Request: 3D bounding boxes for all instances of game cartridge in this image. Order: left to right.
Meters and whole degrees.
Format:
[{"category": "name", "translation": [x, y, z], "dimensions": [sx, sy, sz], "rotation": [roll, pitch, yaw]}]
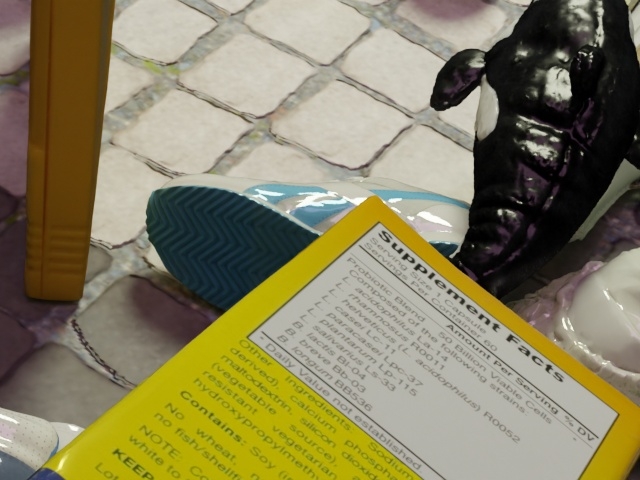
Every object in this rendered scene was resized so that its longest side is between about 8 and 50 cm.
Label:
[{"category": "game cartridge", "translation": [-0.155, -0.171, 1.120], "dimensions": [0.053, 0.323, 0.285], "rotation": [5, 45, -9]}]

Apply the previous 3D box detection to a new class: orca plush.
[{"category": "orca plush", "translation": [0.133, -0.083, 1.106], "dimensions": [0.151, 0.102, 0.287], "rotation": [33, 57, 15]}]

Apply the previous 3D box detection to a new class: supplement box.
[{"category": "supplement box", "translation": [-0.016, 0.158, 0.821], "dimensions": [0.194, 0.195, 0.356], "rotation": [40, 31, 7]}]

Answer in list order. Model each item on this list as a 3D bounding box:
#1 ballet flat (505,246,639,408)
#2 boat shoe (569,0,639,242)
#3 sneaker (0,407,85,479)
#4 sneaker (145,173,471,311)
[{"category": "ballet flat", "translation": [0.273, 0.039, 1.132], "dimensions": [0.409, 0.147, 0.147], "rotation": [-9, 49, -18]}, {"category": "boat shoe", "translation": [0.227, -0.097, 1.267], "dimensions": [0.103, 0.113, 0.302], "rotation": [18, 45, 15]}, {"category": "sneaker", "translation": [-0.165, 0.187, 0.905], "dimensions": [0.323, 0.130, 0.236], "rotation": [30, 52, 26]}, {"category": "sneaker", "translation": [0.000, 0.000, 1.161], "dimensions": [0.229, 0.087, 0.092], "rotation": [11, 27, 1]}]
